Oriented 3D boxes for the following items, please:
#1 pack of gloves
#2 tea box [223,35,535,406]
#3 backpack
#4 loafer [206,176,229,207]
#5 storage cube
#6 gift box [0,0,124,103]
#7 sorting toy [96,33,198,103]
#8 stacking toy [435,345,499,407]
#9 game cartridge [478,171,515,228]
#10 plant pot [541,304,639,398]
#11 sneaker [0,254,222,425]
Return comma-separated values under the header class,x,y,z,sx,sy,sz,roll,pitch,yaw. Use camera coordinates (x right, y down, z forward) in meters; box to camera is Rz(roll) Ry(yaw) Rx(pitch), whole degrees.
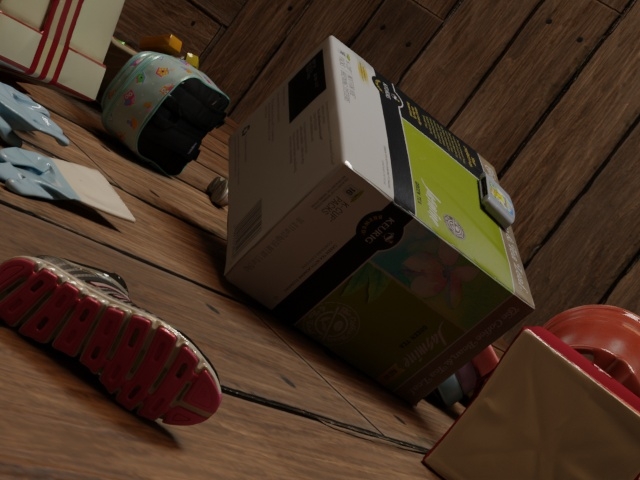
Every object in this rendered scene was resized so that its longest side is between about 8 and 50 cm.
class,x,y,z,sx,sy,sz,roll,pitch,yaw
pack of gloves,-0.314,-0.093,1.232,0.195,0.046,0.232,52,14,23
tea box,0.067,-0.028,1.551,0.323,0.220,0.329,35,27,-23
backpack,-0.243,-0.201,1.836,0.144,0.166,0.188,41,5,12
loafer,-0.157,-0.077,2.015,0.039,0.045,0.125,42,1,-19
storage cube,0.251,0.218,1.322,0.215,0.183,0.193,38,6,14
gift box,-0.385,-0.302,1.402,0.276,0.258,0.255,17,-2,26
sorting toy,-0.319,-0.293,1.996,0.307,0.041,0.229,0,-18,32
stacking toy,0.176,0.189,1.790,0.279,0.130,0.309,63,-2,-22
game cartridge,0.227,-0.050,1.564,0.056,0.017,0.083,46,23,-20
plant pot,0.438,0.250,1.982,0.272,0.272,0.265,38,13,14
sneaker,-0.137,0.060,0.819,0.170,0.063,0.075,32,12,-4
